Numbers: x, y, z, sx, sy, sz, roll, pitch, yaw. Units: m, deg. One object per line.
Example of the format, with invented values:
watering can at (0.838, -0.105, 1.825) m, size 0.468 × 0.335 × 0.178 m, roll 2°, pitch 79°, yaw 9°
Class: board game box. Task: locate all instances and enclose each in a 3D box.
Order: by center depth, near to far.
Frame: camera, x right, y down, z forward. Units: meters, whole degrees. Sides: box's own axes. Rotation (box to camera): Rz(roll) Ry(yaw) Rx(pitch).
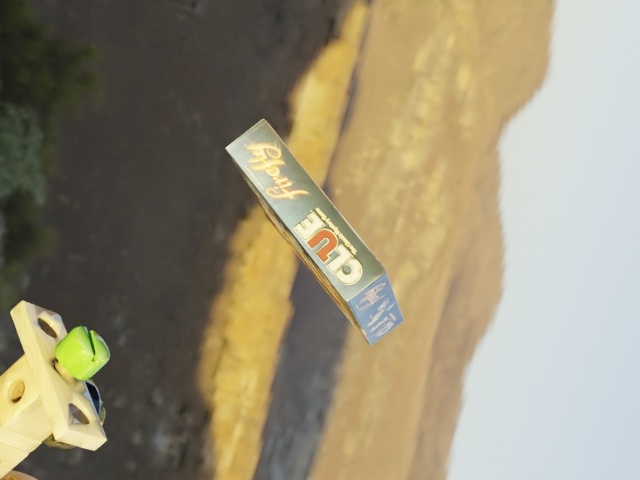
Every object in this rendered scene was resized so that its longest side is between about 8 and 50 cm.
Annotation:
board game box at (0.000, 0.000, 1.378) m, size 0.042 × 0.165 × 0.243 m, roll -38°, pitch 166°, yaw -3°

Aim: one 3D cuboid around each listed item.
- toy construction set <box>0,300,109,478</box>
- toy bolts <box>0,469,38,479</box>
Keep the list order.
toy construction set at (-0.275, 0.145, 1.104) m, size 0.237 × 0.257 × 0.309 m, roll -34°, pitch -153°, yaw 15°
toy bolts at (-0.201, 0.270, 1.314) m, size 0.158 × 0.218 × 0.228 m, roll -48°, pitch -171°, yaw 36°
